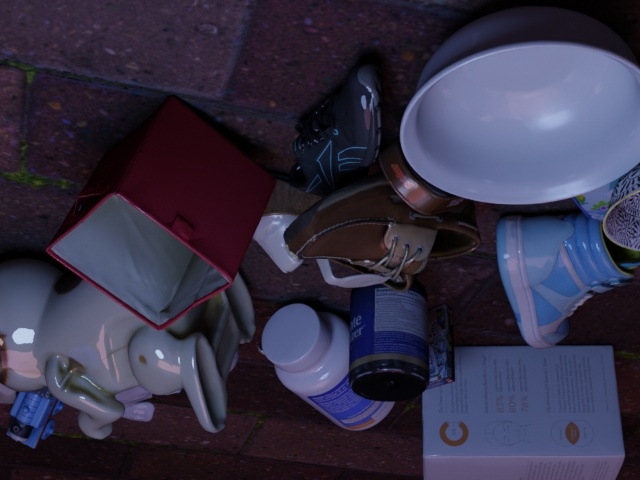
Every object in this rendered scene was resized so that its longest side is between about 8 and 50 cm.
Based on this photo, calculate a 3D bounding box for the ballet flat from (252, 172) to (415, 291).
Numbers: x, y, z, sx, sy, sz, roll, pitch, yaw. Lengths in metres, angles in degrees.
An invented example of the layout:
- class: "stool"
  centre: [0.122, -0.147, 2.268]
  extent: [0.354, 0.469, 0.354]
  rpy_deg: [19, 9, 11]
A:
- class: "ballet flat"
  centre: [0.000, 0.000, 1.604]
  extent: [0.342, 0.124, 0.116]
  rpy_deg: [19, 145, -26]

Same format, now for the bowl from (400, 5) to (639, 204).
- class: "bowl"
  centre: [0.239, -0.175, 1.294]
  extent: [0.298, 0.134, 0.298]
  rpy_deg: [2, 148, 1]

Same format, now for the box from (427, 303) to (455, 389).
- class: "box"
  centre: [0.181, 0.184, 1.883]
  extent: [0.094, 0.137, 0.027]
  rpy_deg: [-22, 141, 34]

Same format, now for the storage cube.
- class: "storage cube"
  centre: [-0.204, -0.035, 1.452]
  extent: [0.215, 0.193, 0.184]
  rpy_deg: [39, 136, -19]

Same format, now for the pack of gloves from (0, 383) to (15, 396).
- class: "pack of gloves"
  centre: [-0.574, 0.220, 1.892]
  extent: [0.195, 0.046, 0.232]
  rpy_deg: [21, 143, -30]

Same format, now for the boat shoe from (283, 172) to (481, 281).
- class: "boat shoe"
  centre: [0.101, -0.014, 1.458]
  extent: [0.324, 0.120, 0.122]
  rpy_deg: [-12, 156, -42]

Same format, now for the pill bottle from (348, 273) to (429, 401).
- class: "pill bottle"
  centre: [0.105, 0.126, 1.713]
  extent: [0.123, 0.219, 0.123]
  rpy_deg: [1, 148, 1]

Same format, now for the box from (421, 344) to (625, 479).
- class: "box"
  centre: [0.356, 0.320, 2.022]
  extent: [0.345, 0.215, 0.168]
  rpy_deg: [-1, 149, 5]

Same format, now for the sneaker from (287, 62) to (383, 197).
- class: "sneaker"
  centre: [0.020, -0.127, 1.418]
  extent: [0.106, 0.101, 0.267]
  rpy_deg: [7, 148, -4]

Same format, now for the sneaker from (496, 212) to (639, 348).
- class: "sneaker"
  centre: [0.395, 0.065, 1.690]
  extent: [0.208, 0.127, 0.319]
  rpy_deg: [-8, 148, 18]

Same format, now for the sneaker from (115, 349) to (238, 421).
- class: "sneaker"
  centre: [-0.295, 0.224, 1.986]
  extent: [0.366, 0.137, 0.210]
  rpy_deg: [-4, 150, 17]

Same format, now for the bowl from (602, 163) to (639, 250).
- class: "bowl"
  centre: [0.424, -0.060, 1.350]
  extent: [0.170, 0.080, 0.170]
  rpy_deg: [0, 150, 0]

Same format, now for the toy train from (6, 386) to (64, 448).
- class: "toy train"
  centre: [-0.523, 0.297, 2.071]
  extent: [0.080, 0.184, 0.105]
  rpy_deg: [26, 180, 11]

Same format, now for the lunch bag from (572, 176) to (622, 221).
- class: "lunch bag"
  centre: [0.418, -0.114, 1.426]
  extent: [0.219, 0.090, 0.176]
  rpy_deg: [-17, 145, 28]

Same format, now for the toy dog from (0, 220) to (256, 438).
- class: "toy dog"
  centre: [-0.356, 0.126, 1.692]
  extent: [0.408, 0.284, 0.395]
  rpy_deg: [-8, 133, 16]

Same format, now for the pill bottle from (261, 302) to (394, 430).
- class: "pill bottle"
  centre: [0.014, 0.215, 1.930]
  extent: [0.152, 0.152, 0.272]
  rpy_deg: [-14, 145, 24]

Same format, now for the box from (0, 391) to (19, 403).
- class: "box"
  centre: [-0.600, 0.194, 1.985]
  extent: [0.113, 0.094, 0.275]
  rpy_deg: [5, 148, -7]

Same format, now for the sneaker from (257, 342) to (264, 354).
- class: "sneaker"
  centre: [-0.071, 0.190, 2.016]
  extent: [0.083, 0.032, 0.037]
  rpy_deg: [5, 135, -14]

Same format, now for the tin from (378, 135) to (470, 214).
- class: "tin"
  centre: [0.141, -0.089, 1.425]
  extent: [0.040, 0.106, 0.190]
  rpy_deg: [-43, 165, 27]
